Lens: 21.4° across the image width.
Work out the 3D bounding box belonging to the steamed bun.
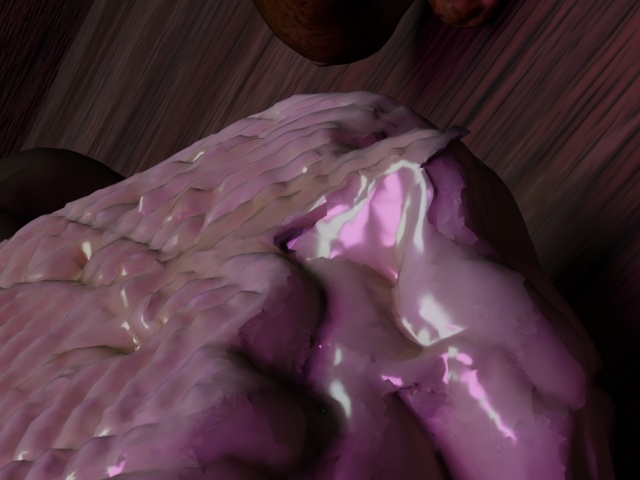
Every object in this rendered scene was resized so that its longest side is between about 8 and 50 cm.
[{"bbox_3d":[-0.036,0.101,0.558,0.320,0.206,0.275,-38,24,-33],"label":"steamed bun"}]

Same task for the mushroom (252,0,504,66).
[{"bbox_3d":[0.036,-0.197,0.873,0.231,0.138,0.194,-49,24,51],"label":"mushroom"}]

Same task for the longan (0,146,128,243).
[{"bbox_3d":[-0.185,0.094,1.007,0.288,0.288,0.350,-60,12,28],"label":"longan"}]
